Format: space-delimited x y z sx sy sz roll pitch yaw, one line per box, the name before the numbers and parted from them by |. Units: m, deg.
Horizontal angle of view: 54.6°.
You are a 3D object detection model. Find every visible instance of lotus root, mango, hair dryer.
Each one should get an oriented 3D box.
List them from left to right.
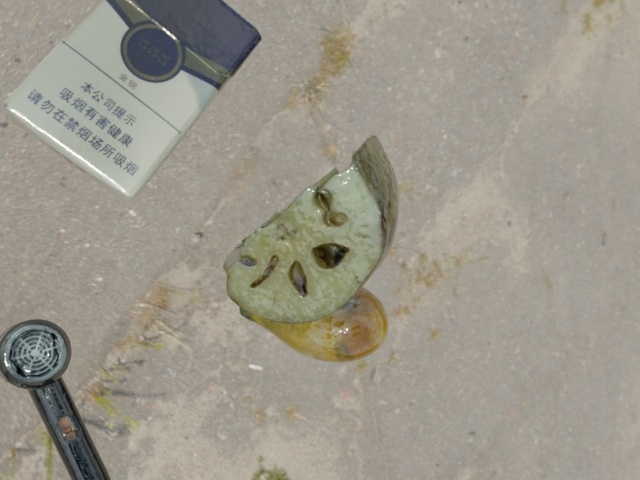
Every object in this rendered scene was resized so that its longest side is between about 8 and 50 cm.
hair dryer | -0.398 0.287 0.975 0.107 0.189 0.352 -28 95 -29
mango | -0.014 0.151 1.270 0.192 0.317 0.146 -55 146 -48
lotus root | 0.000 0.000 0.692 0.138 0.235 0.119 42 24 -11

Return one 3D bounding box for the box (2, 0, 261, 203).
box | -0.208 -0.192 0.717 0.168 0.071 0.259 37 76 -13
